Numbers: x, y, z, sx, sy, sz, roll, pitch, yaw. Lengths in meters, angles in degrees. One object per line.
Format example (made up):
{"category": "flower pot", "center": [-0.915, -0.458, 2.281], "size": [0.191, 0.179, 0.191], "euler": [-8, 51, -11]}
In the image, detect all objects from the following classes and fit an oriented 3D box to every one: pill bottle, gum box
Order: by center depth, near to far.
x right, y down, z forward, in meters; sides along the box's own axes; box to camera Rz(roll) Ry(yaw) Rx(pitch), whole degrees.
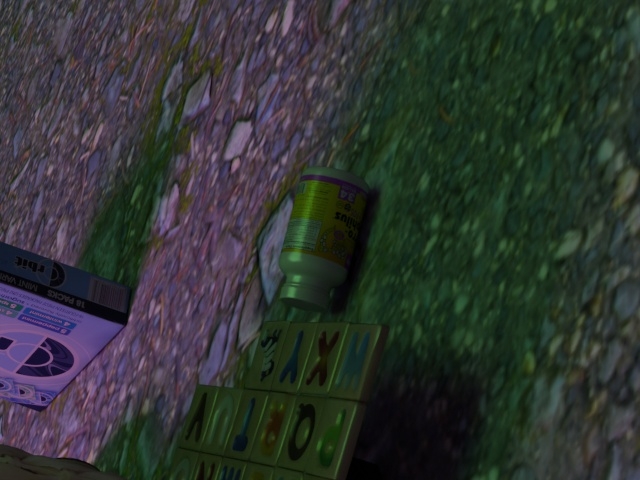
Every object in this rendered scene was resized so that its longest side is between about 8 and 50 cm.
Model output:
{"category": "pill bottle", "center": [0.000, 0.000, 1.195], "size": [0.043, 0.043, 0.083], "euler": [-15, 58, 65]}
{"category": "gum box", "center": [-0.266, 0.068, 1.626], "size": [0.184, 0.157, 0.041], "euler": [-44, 32, 49]}

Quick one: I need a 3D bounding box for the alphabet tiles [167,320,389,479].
{"category": "alphabet tiles", "center": [-0.042, 0.137, 1.052], "size": [0.237, 0.009, 0.198], "euler": [-4, 67, 67]}

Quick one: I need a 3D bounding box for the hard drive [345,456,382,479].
{"category": "hard drive", "center": [-0.064, 0.300, 1.060], "size": [0.339, 0.064, 0.237], "euler": [-56, 25, 34]}

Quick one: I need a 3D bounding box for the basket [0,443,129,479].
{"category": "basket", "center": [-0.290, 0.252, 1.111], "size": [0.266, 0.331, 0.328], "euler": [-18, 57, 65]}

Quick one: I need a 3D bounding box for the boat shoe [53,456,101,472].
{"category": "boat shoe", "center": [-0.188, 0.280, 1.341], "size": [0.095, 0.095, 0.257], "euler": [-125, 46, -71]}
